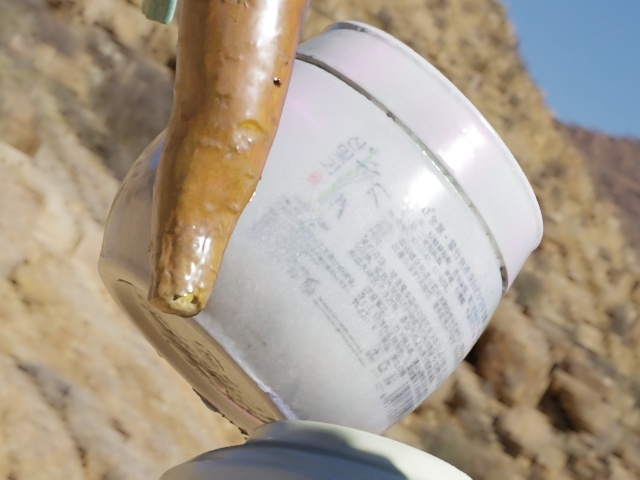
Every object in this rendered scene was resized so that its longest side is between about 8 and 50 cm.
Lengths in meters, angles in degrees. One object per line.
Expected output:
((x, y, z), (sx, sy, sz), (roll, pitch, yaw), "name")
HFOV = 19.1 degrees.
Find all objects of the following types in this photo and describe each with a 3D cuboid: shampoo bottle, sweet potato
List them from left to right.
((-0.027, -0.100, 0.708), (0.057, 0.264, 0.057), (10, -20, 4), "sweet potato")
((0.000, 0.000, 1.385), (0.273, 0.266, 0.273), (42, -17, 16), "shampoo bottle")

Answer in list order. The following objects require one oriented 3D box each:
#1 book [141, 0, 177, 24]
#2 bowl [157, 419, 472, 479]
((-0.063, -0.382, 1.432), (0.031, 0.264, 0.379), (17, -43, -5), "book")
((0.007, 0.170, 0.930), (0.238, 0.126, 0.238), (16, -22, 7), "bowl")
